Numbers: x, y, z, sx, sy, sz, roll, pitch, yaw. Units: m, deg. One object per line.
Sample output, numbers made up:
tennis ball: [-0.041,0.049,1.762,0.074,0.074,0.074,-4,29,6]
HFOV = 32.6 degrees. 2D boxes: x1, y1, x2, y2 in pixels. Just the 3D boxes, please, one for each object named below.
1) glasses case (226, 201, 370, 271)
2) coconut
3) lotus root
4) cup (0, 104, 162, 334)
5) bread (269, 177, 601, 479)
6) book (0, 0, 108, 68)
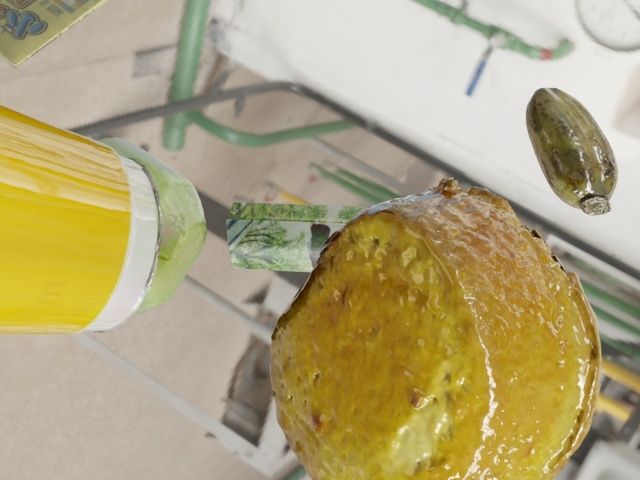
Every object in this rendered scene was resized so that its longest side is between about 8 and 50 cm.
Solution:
glasses case: [0.000,0.000,1.628,0.062,0.272,0.095,-73,161,-52]
coconut: [-0.274,-0.016,1.396,0.204,0.236,0.236,-34,147,-63]
lotus root: [0.302,-0.107,1.318,0.089,0.179,0.080,-7,151,-24]
cup: [-0.251,-0.018,0.697,0.280,0.196,0.196,13,107,-42]
bread: [0.097,0.125,1.124,0.204,0.337,0.358,2,132,-37]
book: [-0.312,-0.270,1.112,0.192,0.168,0.013,-51,176,-40]
